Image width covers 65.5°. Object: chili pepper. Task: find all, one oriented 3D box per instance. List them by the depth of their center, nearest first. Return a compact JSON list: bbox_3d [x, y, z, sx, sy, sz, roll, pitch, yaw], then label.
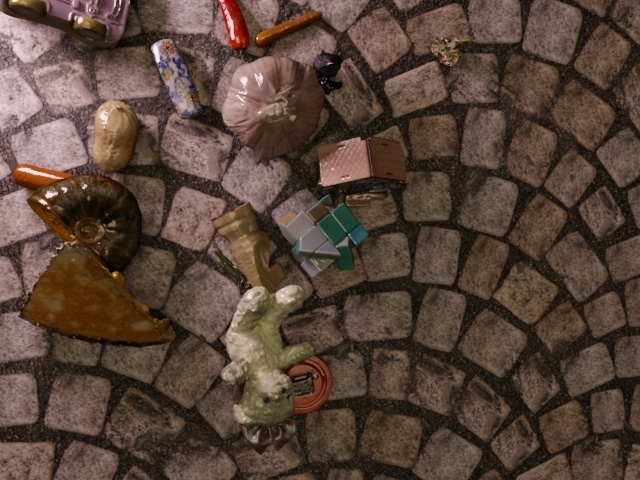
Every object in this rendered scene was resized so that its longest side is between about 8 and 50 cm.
[{"bbox_3d":[-0.272,-0.685,1.580,0.071,0.063,0.272,-18,92,-20],"label":"chili pepper"}]

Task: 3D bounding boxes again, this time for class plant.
[{"bbox_3d":[0.439,-0.648,1.656,0.122,0.104,0.116,-36,97,14],"label":"plant"}]

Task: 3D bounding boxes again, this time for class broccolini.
[{"bbox_3d":[-0.276,0.109,1.600,0.074,0.058,0.201,-44,98,-12],"label":"broccolini"}]

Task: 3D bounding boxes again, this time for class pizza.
[{"bbox_3d":[-0.696,0.197,1.465,0.392,0.080,0.434,-18,123,18],"label":"pizza"}]

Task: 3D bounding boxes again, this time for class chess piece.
[{"bbox_3d":[-0.217,0.035,1.574,0.137,0.137,0.300,-27,97,-7],"label":"chess piece"}]

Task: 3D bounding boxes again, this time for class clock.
[{"bbox_3d":[-0.061,0.472,1.647,0.206,0.051,0.205,0,92,-7],"label":"clock"}]

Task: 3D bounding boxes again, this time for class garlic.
[{"bbox_3d":[-0.138,-0.409,1.497,0.318,0.259,0.317,-4,118,-8],"label":"garlic"}]

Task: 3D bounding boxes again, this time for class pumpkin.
[{"bbox_3d":[-0.660,-0.067,1.472,0.232,0.242,0.324,-53,126,-33],"label":"pumpkin"}]

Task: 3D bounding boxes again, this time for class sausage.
[{"bbox_3d":[-0.827,-0.179,1.502,0.198,0.076,0.076,14,90,-8],"label":"sausage"}]

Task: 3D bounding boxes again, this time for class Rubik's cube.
[{"bbox_3d":[0.000,0.000,1.563,0.213,0.224,0.265,-41,95,-21],"label":"Rubik's cube"}]

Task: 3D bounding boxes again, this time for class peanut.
[{"bbox_3d":[-0.621,-0.312,1.503,0.129,0.129,0.224,6,93,-9],"label":"peanut"}]

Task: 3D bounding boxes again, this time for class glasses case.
[{"bbox_3d":[-0.446,-0.503,1.553,0.087,0.065,0.247,-24,94,-9],"label":"glasses case"}]

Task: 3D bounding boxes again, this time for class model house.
[{"bbox_3d":[0.142,-0.216,1.556,0.327,0.244,0.168,-3,80,-9],"label":"model house"}]

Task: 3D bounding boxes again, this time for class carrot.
[{"bbox_3d":[-0.103,-0.691,1.614,0.248,0.043,0.043,-28,95,-9],"label":"carrot"}]

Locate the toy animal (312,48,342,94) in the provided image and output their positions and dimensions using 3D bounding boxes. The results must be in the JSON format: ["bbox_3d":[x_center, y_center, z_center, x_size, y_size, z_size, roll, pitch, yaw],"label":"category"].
[{"bbox_3d":[0.038,-0.545,1.551,0.117,0.210,0.121,-42,97,-7],"label":"toy animal"}]

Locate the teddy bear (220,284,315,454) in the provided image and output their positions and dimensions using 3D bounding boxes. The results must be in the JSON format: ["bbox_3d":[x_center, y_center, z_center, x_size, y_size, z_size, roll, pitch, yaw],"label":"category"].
[{"bbox_3d":[-0.136,0.384,1.481,0.328,0.375,0.362,1,48,-40],"label":"teddy bear"}]

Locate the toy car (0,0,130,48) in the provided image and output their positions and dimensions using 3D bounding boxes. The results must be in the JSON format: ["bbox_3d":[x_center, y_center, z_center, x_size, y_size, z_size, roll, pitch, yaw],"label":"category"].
[{"bbox_3d":[-0.750,-0.718,1.450,0.336,0.226,0.241,10,90,-35],"label":"toy car"}]
